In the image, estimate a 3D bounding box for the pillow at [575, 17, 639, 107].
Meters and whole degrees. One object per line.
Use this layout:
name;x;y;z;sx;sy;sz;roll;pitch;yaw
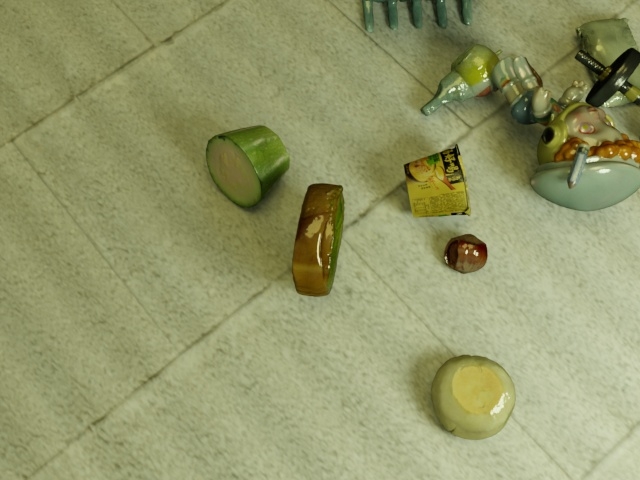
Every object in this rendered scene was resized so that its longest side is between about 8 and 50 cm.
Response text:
pillow;0.666;-0.408;1.708;0.128;0.051;0.229;-9;67;1

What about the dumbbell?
dumbbell;0.672;-0.298;1.582;0.325;0.143;0.143;37;72;2

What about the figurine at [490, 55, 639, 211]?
figurine;0.499;-0.220;1.558;0.224;0.205;0.382;2;51;-30

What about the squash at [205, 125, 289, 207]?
squash;-0.148;-0.166;1.580;0.122;0.170;0.170;-37;69;-27

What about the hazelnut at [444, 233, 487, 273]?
hazelnut;0.293;0.027;1.515;0.086;0.086;0.087;-1;65;2

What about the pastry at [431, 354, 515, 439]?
pastry;0.282;0.287;1.388;0.156;0.092;0.157;-3;69;8

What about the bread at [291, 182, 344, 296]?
bread;0.000;0.000;1.454;0.069;0.236;0.236;8;66;6

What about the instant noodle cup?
instant noodle cup;0.239;-0.112;1.550;0.122;0.151;0.152;-11;65;10

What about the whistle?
whistle;0.320;-0.345;1.670;0.223;0.123;0.123;-41;69;1

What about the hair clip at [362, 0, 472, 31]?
hair clip;0.241;-0.627;1.721;0.318;0.238;0.393;-5;68;2

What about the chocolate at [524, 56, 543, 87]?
chocolate;0.460;-0.363;1.707;0.064;0.031;0.101;-30;63;8
